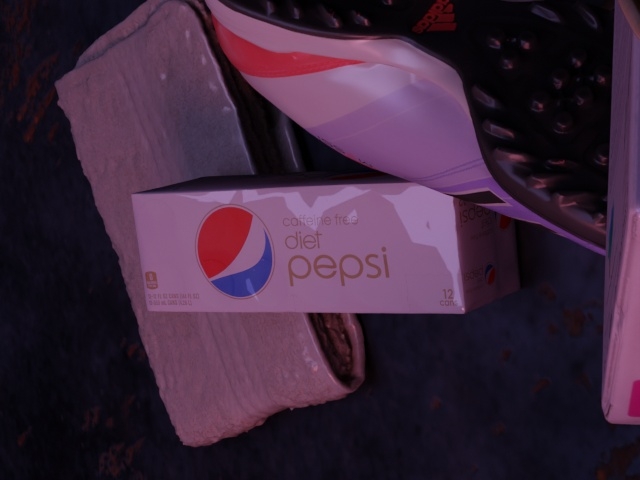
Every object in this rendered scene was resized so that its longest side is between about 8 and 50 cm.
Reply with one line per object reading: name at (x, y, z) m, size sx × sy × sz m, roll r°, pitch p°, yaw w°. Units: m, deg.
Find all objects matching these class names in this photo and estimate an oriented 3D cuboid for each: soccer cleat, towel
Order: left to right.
towel at (-0.075, -0.016, 1.181) m, size 0.187 × 0.049 × 0.282 m, roll -27°, pitch 80°, yaw 51°
soccer cleat at (0.077, -0.064, 0.903) m, size 0.318 × 0.108 × 0.116 m, roll 30°, pitch 156°, yaw 26°

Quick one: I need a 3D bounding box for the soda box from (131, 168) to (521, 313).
soda box at (0.000, 0.000, 1.031) m, size 0.216 × 0.069 × 0.074 m, roll -1°, pitch 99°, yaw 34°

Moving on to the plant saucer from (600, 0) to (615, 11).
plant saucer at (0.175, -0.054, 0.884) m, size 0.168 × 0.029 × 0.168 m, roll 16°, pitch 111°, yaw 48°

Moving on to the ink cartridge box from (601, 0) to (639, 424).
ink cartridge box at (0.148, -0.103, 0.739) m, size 0.186 × 0.065 × 0.311 m, roll 80°, pitch -168°, yaw -63°

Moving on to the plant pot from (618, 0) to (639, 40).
plant pot at (0.260, -0.105, 0.571) m, size 0.237 × 0.254 × 0.237 m, roll -39°, pitch 38°, yaw 39°
